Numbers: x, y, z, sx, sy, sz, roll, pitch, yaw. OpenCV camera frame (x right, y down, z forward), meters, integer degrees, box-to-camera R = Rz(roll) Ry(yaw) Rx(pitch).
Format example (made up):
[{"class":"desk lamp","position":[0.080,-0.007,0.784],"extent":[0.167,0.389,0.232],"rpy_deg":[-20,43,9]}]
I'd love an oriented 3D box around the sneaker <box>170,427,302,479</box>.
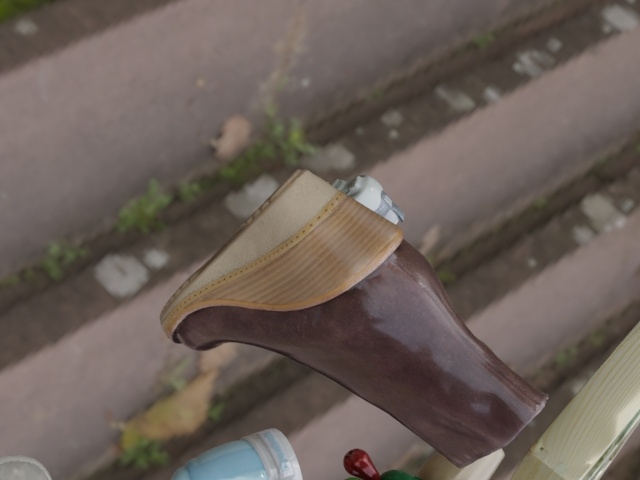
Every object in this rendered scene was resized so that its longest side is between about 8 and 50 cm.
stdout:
[{"class":"sneaker","position":[-0.122,0.329,1.837],"extent":[0.150,0.135,0.366],"rpy_deg":[-11,135,-23]}]

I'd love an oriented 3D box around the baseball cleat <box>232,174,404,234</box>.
[{"class":"baseball cleat","position":[0.000,0.000,1.985],"extent":[0.206,0.109,0.072],"rpy_deg":[-23,-148,39]}]

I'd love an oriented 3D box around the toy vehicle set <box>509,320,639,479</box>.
[{"class":"toy vehicle set","position":[0.155,0.163,1.200],"extent":[0.166,0.035,0.267],"rpy_deg":[-43,164,-34]}]

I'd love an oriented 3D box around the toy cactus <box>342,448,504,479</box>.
[{"class":"toy cactus","position":[0.066,0.217,1.414],"extent":[0.180,0.112,0.219],"rpy_deg":[-43,134,-14]}]

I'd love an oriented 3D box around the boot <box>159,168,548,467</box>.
[{"class":"boot","position":[0.012,0.074,1.136],"extent":[0.090,0.207,0.248],"rpy_deg":[-47,-177,-30]}]

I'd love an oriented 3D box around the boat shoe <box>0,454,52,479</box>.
[{"class":"boat shoe","position":[-0.287,0.229,1.442],"extent":[0.065,0.075,0.206],"rpy_deg":[-22,-176,28]}]
